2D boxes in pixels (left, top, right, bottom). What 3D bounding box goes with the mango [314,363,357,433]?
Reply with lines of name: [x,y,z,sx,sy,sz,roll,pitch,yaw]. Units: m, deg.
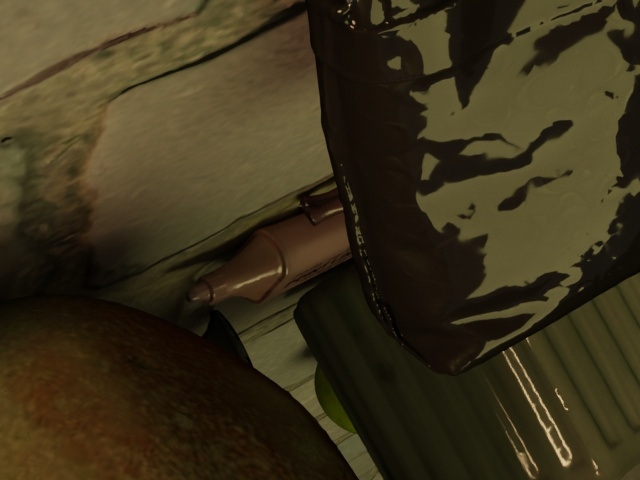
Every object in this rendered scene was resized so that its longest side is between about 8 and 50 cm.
mango: [0.054,0.099,1.357,0.117,0.089,0.163,-42,177,12]

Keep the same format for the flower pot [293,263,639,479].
flower pot: [0.116,0.070,1.063,0.209,0.189,0.239,-29,175,-4]

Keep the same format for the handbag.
handbag: [0.117,-0.076,0.653,0.247,0.080,0.223,-28,139,-13]

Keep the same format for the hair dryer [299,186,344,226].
hair dryer: [0.063,-0.042,0.914,0.154,0.054,0.106,-27,163,-2]

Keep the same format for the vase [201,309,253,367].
vase: [-0.120,0.103,1.010,0.167,0.059,0.059,-28,167,-15]

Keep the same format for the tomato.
tomato: [-0.119,0.171,0.743,0.303,0.303,0.239,-33,131,7]

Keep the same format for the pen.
pen: [0.000,0.000,0.954,0.197,0.032,0.053,-23,166,-38]
